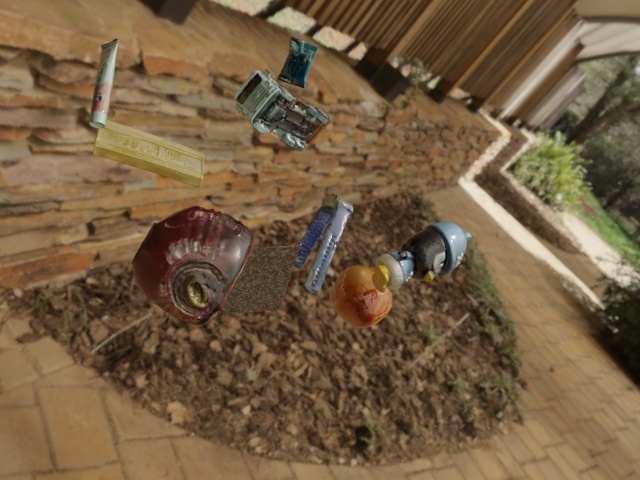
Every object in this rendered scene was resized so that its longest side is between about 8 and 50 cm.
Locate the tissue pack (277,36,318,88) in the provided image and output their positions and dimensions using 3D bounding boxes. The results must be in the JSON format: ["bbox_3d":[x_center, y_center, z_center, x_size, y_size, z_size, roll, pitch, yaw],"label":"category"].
[{"bbox_3d":[-0.068,-0.511,1.832,0.085,0.138,0.028,21,40,-3],"label":"tissue pack"}]

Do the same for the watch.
[{"bbox_3d":[0.006,-0.002,1.909,0.068,0.274,0.276,31,6,-19],"label":"watch"}]

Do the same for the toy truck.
[{"bbox_3d":[-0.111,-0.369,1.775,0.162,0.136,0.305,48,16,24],"label":"toy truck"}]

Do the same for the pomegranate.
[{"bbox_3d":[0.140,0.191,2.114,0.209,0.209,0.209,34,23,-16],"label":"pomegranate"}]

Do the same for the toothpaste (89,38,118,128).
[{"bbox_3d":[-0.474,-0.345,1.386,0.036,0.056,0.205,27,60,-54],"label":"toothpaste"}]

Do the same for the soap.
[{"bbox_3d":[-0.384,-0.198,1.443,0.252,0.037,0.092,16,47,-26],"label":"soap"}]

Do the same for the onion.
[{"bbox_3d":[-0.258,0.028,1.295,0.206,0.207,0.216,26,12,-10],"label":"onion"}]

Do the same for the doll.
[{"bbox_3d":[0.288,0.046,1.741,0.314,0.177,0.141,-26,63,-19],"label":"doll"}]

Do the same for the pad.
[{"bbox_3d":[-0.150,0.102,1.599,0.158,0.235,0.003,-3,43,-25],"label":"pad"}]
